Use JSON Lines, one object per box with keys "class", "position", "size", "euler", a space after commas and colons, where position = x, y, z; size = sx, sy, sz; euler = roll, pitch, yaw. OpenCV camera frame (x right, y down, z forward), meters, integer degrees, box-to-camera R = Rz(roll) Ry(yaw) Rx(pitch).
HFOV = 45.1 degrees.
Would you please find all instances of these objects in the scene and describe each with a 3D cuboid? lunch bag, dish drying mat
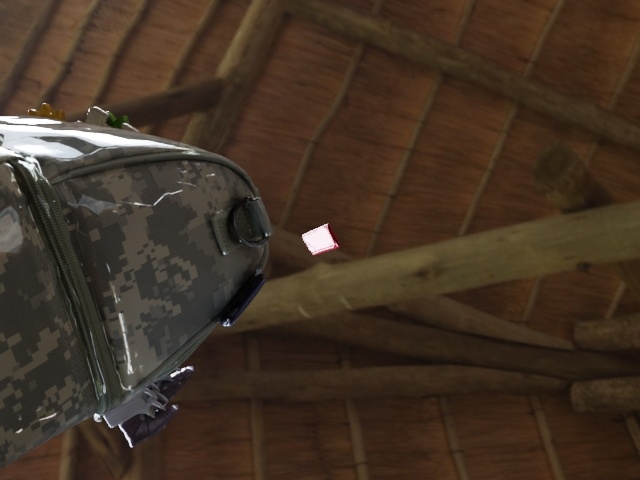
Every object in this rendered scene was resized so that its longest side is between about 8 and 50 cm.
{"class": "lunch bag", "position": [-0.217, 0.001, 0.612], "size": [0.256, 0.213, 0.305], "euler": [-30, -150, -32]}
{"class": "dish drying mat", "position": [0.000, 0.000, 0.971], "size": [0.008, 0.032, 0.083], "euler": [-29, -177, -23]}

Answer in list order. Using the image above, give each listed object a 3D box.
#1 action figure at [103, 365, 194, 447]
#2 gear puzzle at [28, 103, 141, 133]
{"class": "action figure", "position": [-0.292, 0.118, 0.950], "size": [0.099, 0.285, 0.185], "euler": [-41, -161, 10]}
{"class": "gear puzzle", "position": [-0.245, -0.064, 0.964], "size": [0.339, 0.044, 0.175], "euler": [29, -70, 16]}
